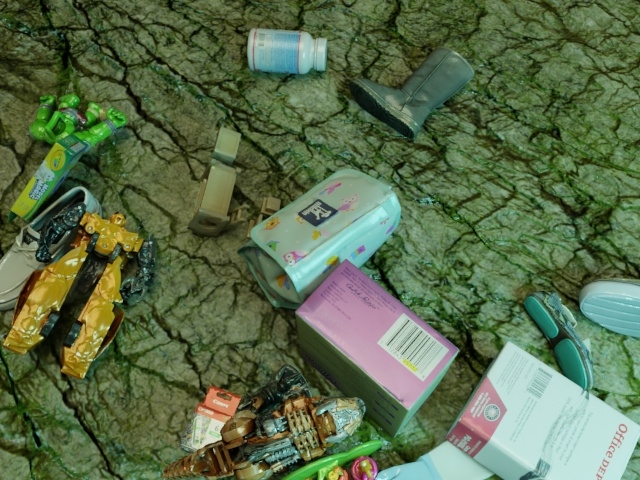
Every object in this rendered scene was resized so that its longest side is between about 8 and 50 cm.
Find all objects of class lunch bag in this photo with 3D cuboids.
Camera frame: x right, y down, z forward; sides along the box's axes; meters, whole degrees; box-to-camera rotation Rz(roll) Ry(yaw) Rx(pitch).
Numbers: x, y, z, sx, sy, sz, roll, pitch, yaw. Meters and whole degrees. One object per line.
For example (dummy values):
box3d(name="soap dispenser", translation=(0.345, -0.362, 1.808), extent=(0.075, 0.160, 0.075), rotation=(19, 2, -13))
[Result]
box3d(name="lunch bag", translation=(0.000, 0.000, 1.129), extent=(0.223, 0.262, 0.160), rotation=(-34, 93, -16))

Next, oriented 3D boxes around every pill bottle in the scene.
box3d(name="pill bottle", translation=(-0.068, -0.394, 1.429), extent=(0.160, 0.087, 0.087), rotation=(5, 65, 3))

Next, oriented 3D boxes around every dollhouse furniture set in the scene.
box3d(name="dollhouse furniture set", translation=(-0.148, -0.091, 1.305), extent=(0.160, 0.101, 0.182), rotation=(19, 63, -18))

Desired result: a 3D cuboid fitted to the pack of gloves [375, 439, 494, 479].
box3d(name="pack of gloves", translation=(0.197, 0.408, 1.029), extent=(0.232, 0.046, 0.195), rotation=(-15, 67, -30))

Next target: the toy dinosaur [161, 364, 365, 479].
box3d(name="toy dinosaur", translation=(-0.086, 0.285, 1.012), extent=(0.321, 0.218, 0.164), rotation=(-1, 89, 15))

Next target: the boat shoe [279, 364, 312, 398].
box3d(name="boat shoe", translation=(-0.038, 0.262, 1.146), extent=(0.046, 0.038, 0.125), rotation=(-18, 66, -8))

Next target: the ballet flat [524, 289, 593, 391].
box3d(name="ballet flat", translation=(0.426, 0.165, 1.176), extent=(0.070, 0.070, 0.188), rotation=(-22, 70, -9))

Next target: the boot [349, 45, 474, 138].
box3d(name="boot", translation=(0.187, -0.329, 1.403), extent=(0.189, 0.076, 0.208), rotation=(38, 77, 2))

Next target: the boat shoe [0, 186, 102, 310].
box3d(name="boat shoe", translation=(-0.510, 0.009, 1.243), extent=(0.096, 0.088, 0.267), rotation=(39, 71, 17))

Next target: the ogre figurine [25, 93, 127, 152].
box3d(name="ogre figurine", translation=(-0.496, -0.230, 1.354), extent=(0.197, 0.097, 0.118), rotation=(27, 56, 1))

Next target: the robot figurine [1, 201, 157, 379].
box3d(name="robot figurine", translation=(-0.414, 0.079, 1.190), extent=(0.211, 0.085, 0.291), rotation=(29, 65, -16))

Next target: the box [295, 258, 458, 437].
box3d(name="box", translation=(0.081, 0.176, 1.072), extent=(0.213, 0.243, 0.117), rotation=(39, 71, 17))

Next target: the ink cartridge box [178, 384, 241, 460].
box3d(name="ink cartridge box", translation=(-0.181, 0.301, 1.134), extent=(0.062, 0.029, 0.115), rotation=(18, 67, 10))

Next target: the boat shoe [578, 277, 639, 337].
box3d(name="boat shoe", translation=(0.593, 0.111, 1.188), extent=(0.302, 0.109, 0.094), rotation=(13, 50, -3))

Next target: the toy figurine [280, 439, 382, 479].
box3d(name="toy figurine", translation=(0.041, 0.394, 0.977), extent=(0.173, 0.130, 0.159), rotation=(-25, 63, -1))

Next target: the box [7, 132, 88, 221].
box3d(name="box", translation=(-0.504, -0.108, 1.261), extent=(0.043, 0.105, 0.179), rotation=(38, 102, -14))

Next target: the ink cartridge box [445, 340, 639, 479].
box3d(name="ink cartridge box", translation=(0.347, 0.302, 1.076), extent=(0.237, 0.100, 0.172), rotation=(33, 59, 15))
